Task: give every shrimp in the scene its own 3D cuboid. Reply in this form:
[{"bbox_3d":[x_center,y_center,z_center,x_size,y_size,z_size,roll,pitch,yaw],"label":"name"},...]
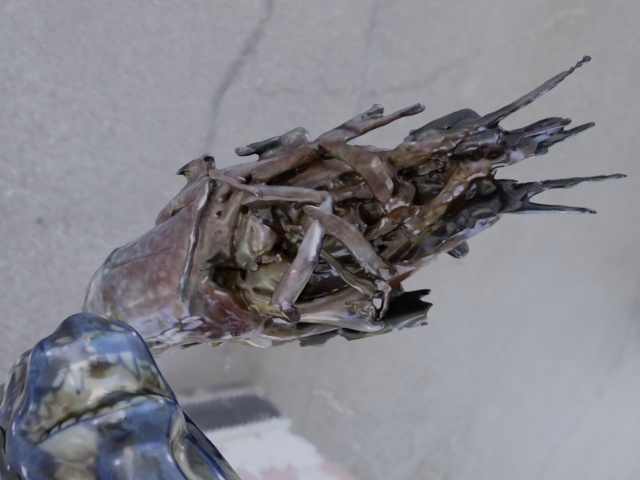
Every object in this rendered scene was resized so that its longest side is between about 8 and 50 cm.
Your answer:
[{"bbox_3d":[0.002,-0.005,0.753,0.145,0.343,0.116,7,68,-53],"label":"shrimp"}]

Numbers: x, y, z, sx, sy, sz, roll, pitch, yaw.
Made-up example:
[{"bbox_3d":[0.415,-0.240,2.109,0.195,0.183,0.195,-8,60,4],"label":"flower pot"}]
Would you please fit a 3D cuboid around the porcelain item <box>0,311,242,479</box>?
[{"bbox_3d":[-0.089,0.165,0.581,0.138,0.186,0.288,-19,156,-21],"label":"porcelain item"}]
